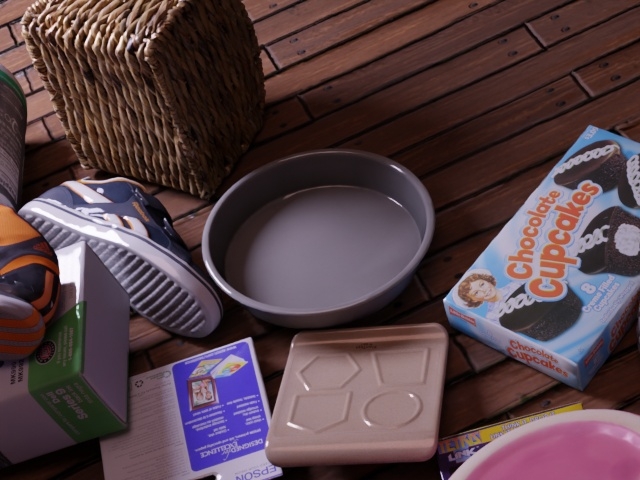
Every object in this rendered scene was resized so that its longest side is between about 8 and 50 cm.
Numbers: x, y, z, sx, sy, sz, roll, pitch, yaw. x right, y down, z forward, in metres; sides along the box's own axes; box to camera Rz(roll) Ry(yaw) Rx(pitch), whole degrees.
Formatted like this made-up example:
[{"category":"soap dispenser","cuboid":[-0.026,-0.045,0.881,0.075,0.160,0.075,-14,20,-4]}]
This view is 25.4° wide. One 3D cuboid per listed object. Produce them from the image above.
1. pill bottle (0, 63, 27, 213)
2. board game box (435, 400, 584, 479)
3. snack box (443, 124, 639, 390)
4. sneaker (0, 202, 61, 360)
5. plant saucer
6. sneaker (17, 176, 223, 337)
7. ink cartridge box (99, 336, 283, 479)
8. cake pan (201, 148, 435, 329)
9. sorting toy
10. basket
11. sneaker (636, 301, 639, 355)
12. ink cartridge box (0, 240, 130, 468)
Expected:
[{"category":"pill bottle","cuboid":[-0.502,-0.070,1.897,0.204,0.204,0.361,-12,48,6]},{"category":"board game box","cuboid":[0.217,0.259,1.508,0.170,0.048,0.141,-15,46,4]},{"category":"snack box","cuboid":[0.314,0.012,1.683,0.187,0.060,0.322,25,61,33]},{"category":"sneaker","cuboid":[-0.455,0.039,1.639,0.321,0.124,0.180,9,41,-1]},{"category":"plant saucer","cuboid":[0.229,0.268,1.327,0.332,0.084,0.332,-22,24,10]},{"category":"sneaker","cuboid":[-0.230,0.003,1.808,0.321,0.126,0.127,28,49,25]},{"category":"ink cartridge box","cuboid":[-0.154,0.230,1.642,0.206,0.045,0.208,-18,46,2]},{"category":"cake pan","cuboid":[0.000,0.000,1.775,0.293,0.054,0.293,-7,44,6]},{"category":"sorting toy","cuboid":[0.046,0.178,1.616,0.193,0.038,0.208,-5,36,13]},{"category":"basket","cuboid":[-0.224,-0.237,1.895,0.223,0.299,0.213,15,56,27]},{"category":"sneaker","cuboid":[0.432,0.136,1.524,0.129,0.111,0.297,-7,57,-14]},{"category":"ink cartridge box","cuboid":[-0.382,0.153,1.695,0.289,0.121,0.211,-20,46,13]}]
